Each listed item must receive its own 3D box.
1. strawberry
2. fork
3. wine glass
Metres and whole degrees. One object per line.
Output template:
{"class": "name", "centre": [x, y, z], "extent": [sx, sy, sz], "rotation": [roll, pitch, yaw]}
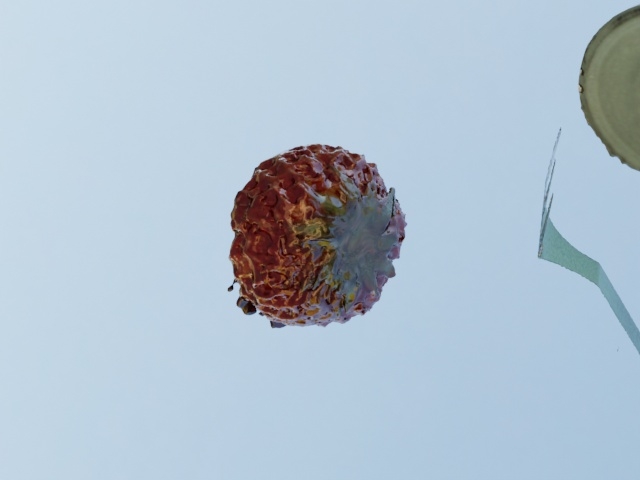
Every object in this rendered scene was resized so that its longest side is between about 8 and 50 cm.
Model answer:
{"class": "strawberry", "centre": [0.000, 0.000, 1.387], "extent": [0.086, 0.145, 0.145], "rotation": [15, -86, 44]}
{"class": "fork", "centre": [0.116, 0.023, 0.790], "extent": [0.021, 0.235, 0.039], "rotation": [3, -115, 22]}
{"class": "wine glass", "centre": [0.206, -0.095, 0.965], "extent": [0.309, 0.096, 0.264], "rotation": [-59, 163, -44]}
